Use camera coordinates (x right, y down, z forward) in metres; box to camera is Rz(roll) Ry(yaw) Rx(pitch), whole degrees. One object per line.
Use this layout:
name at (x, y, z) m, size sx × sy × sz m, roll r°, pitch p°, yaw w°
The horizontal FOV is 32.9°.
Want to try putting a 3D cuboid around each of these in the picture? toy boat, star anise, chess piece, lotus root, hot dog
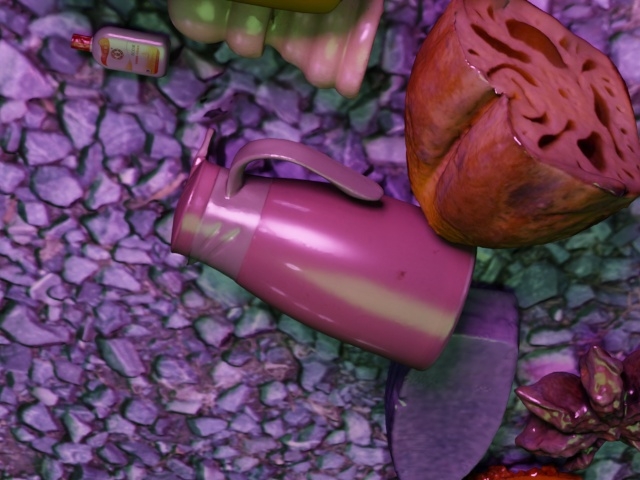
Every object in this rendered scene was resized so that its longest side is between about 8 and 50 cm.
toy boat at (0.133, 0.169, 1.154) m, size 0.127 × 0.078 × 0.283 m, roll 6°, pitch 128°, yaw -7°
star anise at (0.307, 0.176, 1.153) m, size 0.212 × 0.073 × 0.197 m, roll -12°, pitch 130°, yaw 9°
chess piece at (-0.038, -0.182, 0.876) m, size 0.170 × 0.094 × 0.094 m, roll 16°, pitch 129°, yaw 0°
lotus root at (0.139, -0.080, 0.888) m, size 0.199 × 0.188 × 0.180 m, roll 28°, pitch 135°, yaw -22°
hot dog at (0.181, 0.303, 1.256) m, size 0.249 × 0.102 × 0.076 m, roll -11°, pitch 87°, yaw 9°

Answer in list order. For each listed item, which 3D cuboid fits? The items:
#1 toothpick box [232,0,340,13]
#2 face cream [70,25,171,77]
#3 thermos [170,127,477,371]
toothpick box at (-0.087, -0.259, 0.755) m, size 0.271 × 0.175 × 0.175 m, roll 14°, pitch 129°, yaw -13°
face cream at (-0.172, -0.164, 0.931) m, size 0.083 × 0.021 × 0.040 m, roll 9°, pitch 128°, yaw -4°
thermos at (0.000, 0.000, 0.983) m, size 0.265 × 0.146 × 0.176 m, roll 21°, pitch 131°, yaw -8°
